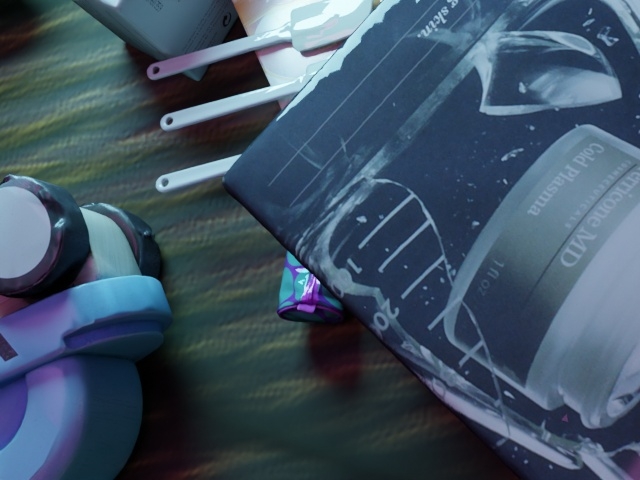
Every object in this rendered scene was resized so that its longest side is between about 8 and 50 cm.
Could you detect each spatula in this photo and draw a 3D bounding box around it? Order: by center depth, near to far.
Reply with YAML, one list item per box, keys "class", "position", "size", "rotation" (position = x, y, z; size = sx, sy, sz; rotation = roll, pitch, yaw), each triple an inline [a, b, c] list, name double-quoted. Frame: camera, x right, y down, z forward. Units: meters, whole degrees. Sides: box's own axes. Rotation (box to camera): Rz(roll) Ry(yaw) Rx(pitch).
- class: "spatula"
  position: [-0.055, -0.131, 1.500]
  size: [0.242, 0.019, 0.168]
  rotation: [-14, 69, 21]

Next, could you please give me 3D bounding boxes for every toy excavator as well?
- class: "toy excavator"
  position: [-0.305, 0.219, 1.474]
  size: [0.433, 0.222, 0.445]
  rotation: [-25, 76, 12]

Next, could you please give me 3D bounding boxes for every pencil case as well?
- class: "pencil case"
  position: [0.000, 0.000, 1.475]
  size: [0.064, 0.070, 0.152]
  rotation: [7, 75, 2]

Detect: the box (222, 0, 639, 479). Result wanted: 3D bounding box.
- class: "box"
  position: [0.274, -0.037, 1.223]
  size: [0.480, 0.297, 0.472]
  rotation: [-48, 58, 2]

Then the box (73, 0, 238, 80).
- class: "box"
  position: [-0.151, -0.283, 1.582]
  size: [0.119, 0.182, 0.181]
  rotation: [30, 87, 28]

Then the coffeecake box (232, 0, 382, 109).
- class: "coffeecake box"
  position: [0.009, -0.203, 1.544]
  size: [0.142, 0.068, 0.185]
  rotation: [-30, 63, 12]
